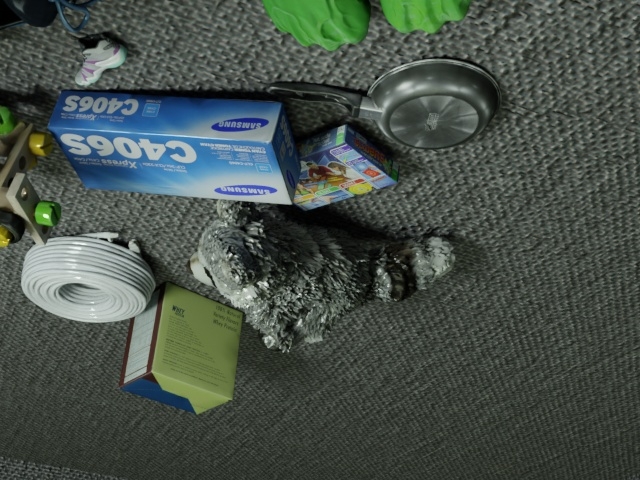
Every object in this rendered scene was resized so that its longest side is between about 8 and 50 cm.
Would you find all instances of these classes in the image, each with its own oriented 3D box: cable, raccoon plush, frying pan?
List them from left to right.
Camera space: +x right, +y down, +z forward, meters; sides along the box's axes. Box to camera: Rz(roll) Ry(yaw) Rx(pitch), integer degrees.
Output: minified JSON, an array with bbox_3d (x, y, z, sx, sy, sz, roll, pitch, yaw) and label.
[{"bbox_3d":[-0.453,0.081,1.894,0.257,0.089,0.257,-3,149,12],"label":"cable"},{"bbox_3d":[0.000,0.000,1.626,0.446,0.216,0.299,-25,153,-7],"label":"raccoon plush"},{"bbox_3d":[0.106,-0.205,1.379,0.326,0.053,0.197,14,149,-22],"label":"frying pan"}]

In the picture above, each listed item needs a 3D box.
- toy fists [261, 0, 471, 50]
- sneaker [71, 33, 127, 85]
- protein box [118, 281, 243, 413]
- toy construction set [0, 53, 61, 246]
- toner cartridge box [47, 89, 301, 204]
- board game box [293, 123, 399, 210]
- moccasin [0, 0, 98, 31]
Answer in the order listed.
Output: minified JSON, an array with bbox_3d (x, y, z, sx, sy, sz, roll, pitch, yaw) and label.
[{"bbox_3d":[0.059,-0.310,1.157,0.279,0.096,0.142,-7,138,21],"label":"toy fists"},{"bbox_3d":[-0.325,-0.260,1.348,0.098,0.038,0.069,-27,137,28],"label":"sneaker"},{"bbox_3d":[-0.288,0.227,2.013,0.199,0.201,0.136,26,144,-32],"label":"protein box"},{"bbox_3d":[-0.461,-0.130,1.371,0.237,0.257,0.309,12,123,19],"label":"toy construction set"},{"bbox_3d":[-0.215,-0.140,1.457,0.347,0.075,0.165,5,151,14],"label":"toner cartridge box"},{"bbox_3d":[0.006,-0.112,1.541,0.201,0.035,0.136,-15,145,39],"label":"board game box"},{"bbox_3d":[-0.347,-0.307,1.185,0.341,0.117,0.137,-15,145,30],"label":"moccasin"}]
